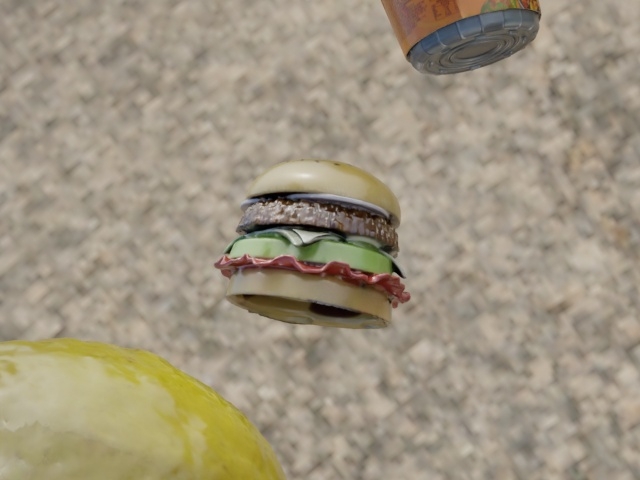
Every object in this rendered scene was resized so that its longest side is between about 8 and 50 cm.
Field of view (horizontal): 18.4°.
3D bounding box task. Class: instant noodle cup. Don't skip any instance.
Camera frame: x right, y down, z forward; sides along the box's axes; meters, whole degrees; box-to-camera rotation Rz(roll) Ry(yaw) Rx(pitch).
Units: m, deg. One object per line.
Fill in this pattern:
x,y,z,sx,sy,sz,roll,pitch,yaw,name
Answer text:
0.127,-0.228,1.816,0.208,0.177,0.126,-19,76,12,instant noodle cup

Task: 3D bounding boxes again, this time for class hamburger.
-0.003,-0.001,1.720,0.175,0.175,0.137,-2,76,37,hamburger

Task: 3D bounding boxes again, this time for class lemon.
-0.164,0.197,1.326,0.285,0.316,0.285,-25,22,11,lemon
